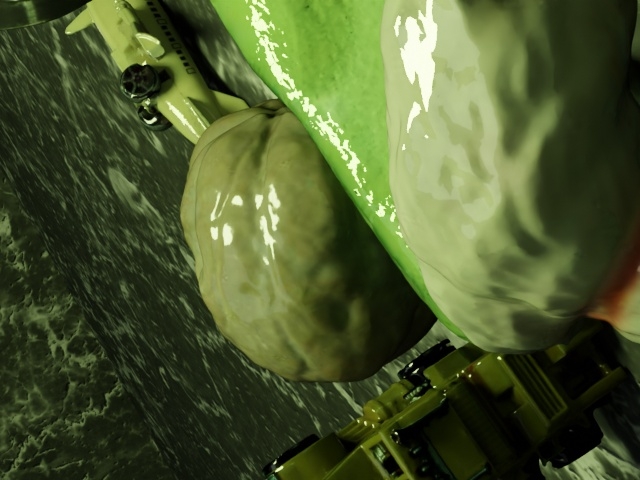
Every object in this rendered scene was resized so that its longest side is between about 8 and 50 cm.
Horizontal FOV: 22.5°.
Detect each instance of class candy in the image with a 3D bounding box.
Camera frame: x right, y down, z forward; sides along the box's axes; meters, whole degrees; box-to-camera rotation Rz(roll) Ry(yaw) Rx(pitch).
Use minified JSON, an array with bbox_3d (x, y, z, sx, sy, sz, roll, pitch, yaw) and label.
[{"bbox_3d":[0.053,-0.091,1.035,0.132,0.142,0.343,-43,76,28],"label":"candy"}]

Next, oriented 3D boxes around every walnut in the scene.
[{"bbox_3d":[0.000,0.000,1.185,0.224,0.224,0.224,50,162,22],"label":"walnut"}]

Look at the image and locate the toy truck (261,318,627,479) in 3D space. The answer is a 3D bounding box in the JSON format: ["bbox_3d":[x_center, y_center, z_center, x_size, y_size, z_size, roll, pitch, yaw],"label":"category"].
[{"bbox_3d":[0.090,0.139,1.109,0.127,0.257,0.127,56,161,6],"label":"toy truck"}]

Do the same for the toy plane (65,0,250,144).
[{"bbox_3d":[-0.160,-0.171,1.537,0.244,0.092,0.229,47,175,20],"label":"toy plane"}]

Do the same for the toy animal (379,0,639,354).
[{"bbox_3d":[0.145,-0.075,0.764,0.188,0.266,0.308,21,101,41],"label":"toy animal"}]

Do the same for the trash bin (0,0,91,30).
[{"bbox_3d":[-0.218,-0.292,0.953,0.252,0.203,0.301,23,157,19],"label":"trash bin"}]
